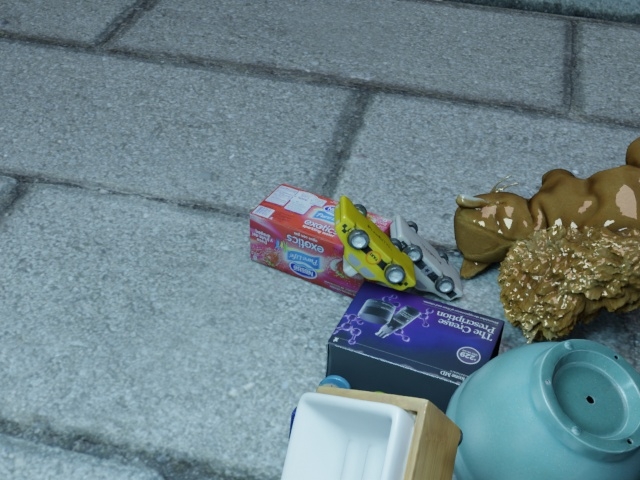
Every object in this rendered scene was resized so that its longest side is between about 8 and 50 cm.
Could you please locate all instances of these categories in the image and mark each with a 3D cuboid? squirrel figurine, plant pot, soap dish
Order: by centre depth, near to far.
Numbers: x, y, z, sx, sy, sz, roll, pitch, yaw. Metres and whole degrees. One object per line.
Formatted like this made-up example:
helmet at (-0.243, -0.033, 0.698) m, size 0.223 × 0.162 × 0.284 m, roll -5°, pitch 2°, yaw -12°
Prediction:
soap dish at (0.058, 0.318, 1.187) m, size 0.118 × 0.228 × 0.291 m, roll 18°, pitch -13°, yaw -25°
plant pot at (0.352, 0.263, 1.293) m, size 0.293 × 0.196 × 0.293 m, roll 10°, pitch 51°, yaw -13°
squirrel figurine at (0.430, 0.001, 1.665) m, size 0.371 × 0.281 × 0.397 m, roll 3°, pitch 34°, yaw 12°

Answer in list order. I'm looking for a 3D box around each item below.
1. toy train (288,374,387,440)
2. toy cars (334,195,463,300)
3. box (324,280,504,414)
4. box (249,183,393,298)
toy train at (0.088, 0.292, 1.408) m, size 0.248 × 0.105 × 0.143 m, roll 12°, pitch 25°, yaw 13°
toy cars at (0.129, 0.033, 1.620) m, size 0.394 × 0.087 × 0.176 m, roll 15°, pitch 42°, yaw -57°
box at (0.162, 0.190, 1.536) m, size 0.261 × 0.103 × 0.184 m, roll 15°, pitch 42°, yaw 17°
box at (0.000, 0.000, 1.756) m, size 0.257 × 0.122 × 0.128 m, roll 19°, pitch 41°, yaw 21°
